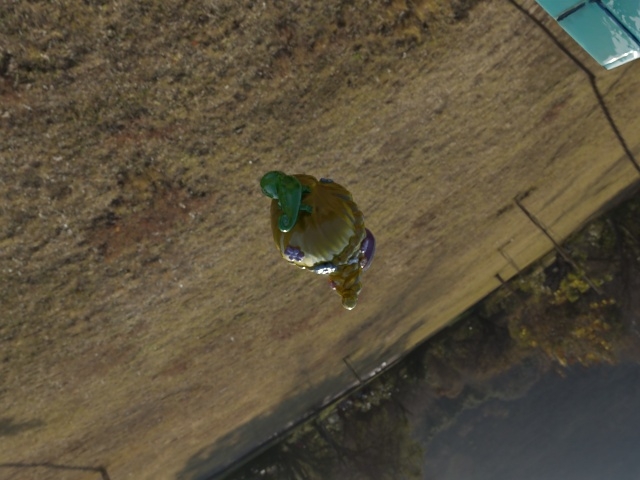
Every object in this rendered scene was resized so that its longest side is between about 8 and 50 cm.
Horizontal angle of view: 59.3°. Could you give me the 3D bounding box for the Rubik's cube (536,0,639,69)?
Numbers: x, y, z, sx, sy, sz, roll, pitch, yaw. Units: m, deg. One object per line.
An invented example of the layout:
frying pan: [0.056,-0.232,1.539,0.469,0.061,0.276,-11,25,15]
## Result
Rubik's cube: [0.357,-0.357,0.582,0.221,0.231,0.224,-52,-171,-6]

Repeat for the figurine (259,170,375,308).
figurine: [0.000,0.000,0.543,0.094,0.115,0.156,-21,150,15]
